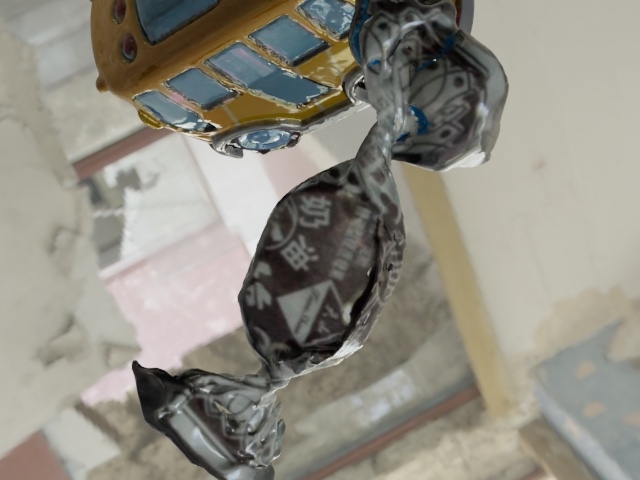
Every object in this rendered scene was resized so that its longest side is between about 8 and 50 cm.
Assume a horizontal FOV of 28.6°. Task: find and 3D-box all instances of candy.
[{"bbox_3d":[0.000,0.000,0.525,0.094,0.226,0.051,28,7,8],"label":"candy"}]

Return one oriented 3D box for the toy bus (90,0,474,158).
[{"bbox_3d":[-0.032,-0.134,0.699,0.136,0.209,0.126,11,65,-47],"label":"toy bus"}]
